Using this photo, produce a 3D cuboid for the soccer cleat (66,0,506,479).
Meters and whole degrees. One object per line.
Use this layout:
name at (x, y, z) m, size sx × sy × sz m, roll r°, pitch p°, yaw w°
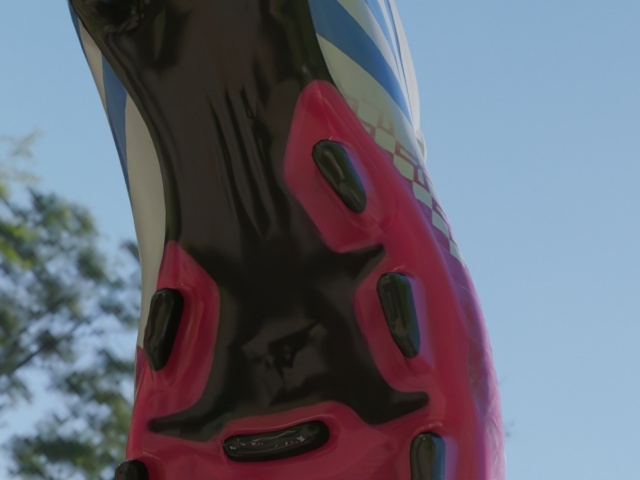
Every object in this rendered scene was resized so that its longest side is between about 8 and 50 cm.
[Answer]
soccer cleat at (0.000, 0.000, 0.526) m, size 0.143 × 0.116 × 0.331 m, roll 25°, pitch 50°, yaw -63°
